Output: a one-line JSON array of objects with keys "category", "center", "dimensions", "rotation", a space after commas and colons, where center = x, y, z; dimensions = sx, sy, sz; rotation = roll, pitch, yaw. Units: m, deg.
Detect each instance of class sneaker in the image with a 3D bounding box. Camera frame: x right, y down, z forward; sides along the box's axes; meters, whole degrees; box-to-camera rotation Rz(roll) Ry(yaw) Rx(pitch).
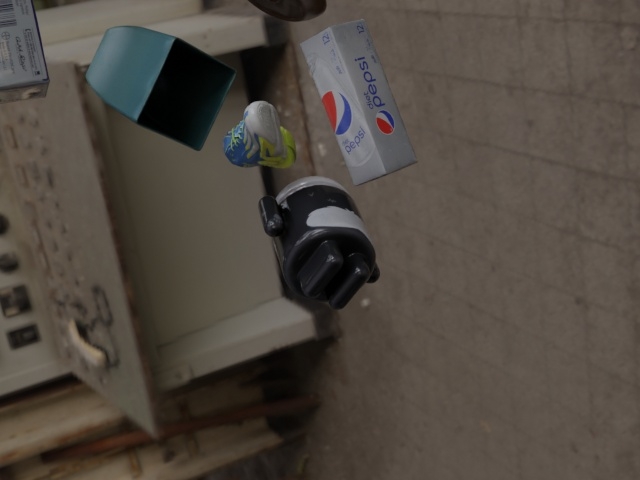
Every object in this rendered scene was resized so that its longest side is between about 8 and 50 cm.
[{"category": "sneaker", "center": [-0.125, -0.174, 1.760], "dimensions": [0.240, 0.126, 0.091], "rotation": [51, -148, -70]}]

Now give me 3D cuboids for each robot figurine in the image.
[{"category": "robot figurine", "center": [0.000, 0.002, 1.789], "dimensions": [0.278, 0.173, 0.209], "rotation": [-110, 1, -53]}]

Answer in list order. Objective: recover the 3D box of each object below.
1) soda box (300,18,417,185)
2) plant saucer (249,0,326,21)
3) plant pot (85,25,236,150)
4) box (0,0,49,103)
[{"category": "soda box", "center": [0.071, -0.253, 1.814], "dimensions": [0.091, 0.098, 0.286], "rotation": [-18, 94, 48]}, {"category": "plant saucer", "center": [-0.084, -0.451, 1.774], "dimensions": [0.198, 0.036, 0.198], "rotation": [26, 166, 7]}, {"category": "plant pot", "center": [-0.313, -0.299, 1.825], "dimensions": [0.234, 0.165, 0.165], "rotation": [29, 95, 39]}, {"category": "box", "center": [-0.345, -0.220, 1.077], "dimensions": [0.137, 0.072, 0.126], "rotation": [-176, 75, -72]}]
